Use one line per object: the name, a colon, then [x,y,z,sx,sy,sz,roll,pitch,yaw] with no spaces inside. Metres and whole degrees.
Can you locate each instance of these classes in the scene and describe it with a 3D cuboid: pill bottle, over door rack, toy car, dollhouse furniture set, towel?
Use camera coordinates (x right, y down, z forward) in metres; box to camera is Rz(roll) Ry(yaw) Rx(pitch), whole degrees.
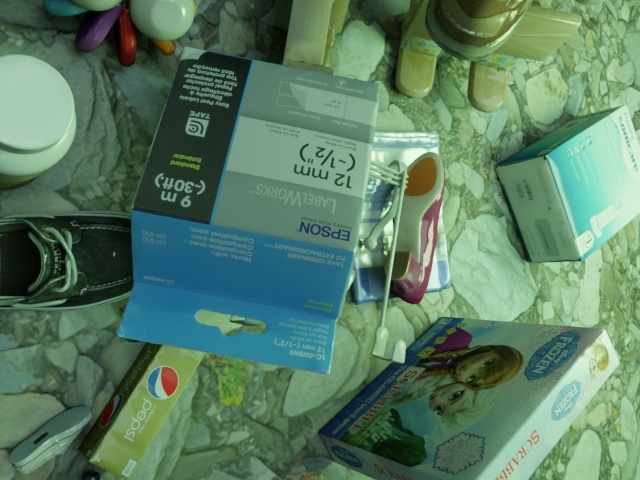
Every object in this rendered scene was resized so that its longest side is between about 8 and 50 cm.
pill bottle: [-0.323,-0.120,0.648,0.118,0.208,0.117,2,87,-33]
over door rack: [0.000,0.000,0.889,0.240,0.108,0.324,17,62,-24]
toy car: [-0.250,-0.286,0.762,0.182,0.159,0.136,18,115,-33]
dollhouse furniture set: [0.153,-0.290,0.897,0.395,0.362,0.256,9,80,-4]
towel: [0.130,-0.045,1.047,0.209,0.034,0.284,-4,90,-33]

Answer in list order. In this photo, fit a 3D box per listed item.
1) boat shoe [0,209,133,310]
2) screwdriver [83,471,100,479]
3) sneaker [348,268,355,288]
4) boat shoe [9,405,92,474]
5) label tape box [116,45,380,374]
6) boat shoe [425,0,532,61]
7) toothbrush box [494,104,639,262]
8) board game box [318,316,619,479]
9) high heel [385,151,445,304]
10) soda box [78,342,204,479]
boat shoe: [-0.317,0.030,0.697,0.335,0.119,0.121,-9,92,-34]
screwdriver: [-0.289,0.367,0.758,0.025,0.024,0.169,19,77,-61]
sneaker: [-0.003,0.082,0.944,0.070,0.051,0.134,38,65,-24]
boat shoe: [-0.315,0.238,0.744,0.100,0.035,0.035,-37,135,-33]
label tape box: [-0.076,-0.043,0.736,0.249,0.115,0.347,11,63,-2]
boat shoe: [0.231,-0.342,0.668,0.123,0.116,0.324,29,80,2]
toothbrush box: [0.514,-0.114,1.246,0.296,0.126,0.216,-31,103,-30]
board game box: [0.204,0.232,0.911,0.319,0.318,0.065,-36,107,-30]
high heel: [0.165,-0.020,1.021,0.117,0.082,0.243,49,48,-54]
soda box: [-0.221,0.198,0.786,0.058,0.061,0.181,40,68,-25]
